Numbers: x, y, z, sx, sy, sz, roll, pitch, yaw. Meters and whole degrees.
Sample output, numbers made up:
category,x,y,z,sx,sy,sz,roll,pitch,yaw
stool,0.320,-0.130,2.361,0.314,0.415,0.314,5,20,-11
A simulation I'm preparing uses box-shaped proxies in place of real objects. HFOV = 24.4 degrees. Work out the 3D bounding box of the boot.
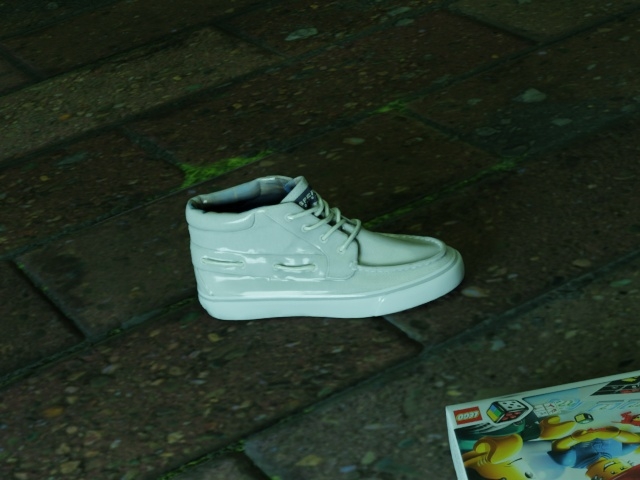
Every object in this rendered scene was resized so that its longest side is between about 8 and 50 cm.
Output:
category,x,y,z,sx,sy,sz,roll,pitch,yaw
boot,0.000,0.000,1.381,0.258,0.123,0.095,-7,27,9

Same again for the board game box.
category,x,y,z,sx,sy,sz,roll,pitch,yaw
board game box,0.254,0.162,1.051,0.305,0.053,0.193,-11,27,0
